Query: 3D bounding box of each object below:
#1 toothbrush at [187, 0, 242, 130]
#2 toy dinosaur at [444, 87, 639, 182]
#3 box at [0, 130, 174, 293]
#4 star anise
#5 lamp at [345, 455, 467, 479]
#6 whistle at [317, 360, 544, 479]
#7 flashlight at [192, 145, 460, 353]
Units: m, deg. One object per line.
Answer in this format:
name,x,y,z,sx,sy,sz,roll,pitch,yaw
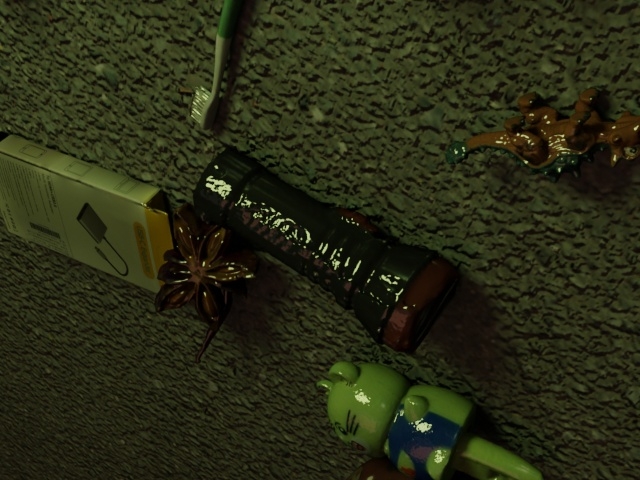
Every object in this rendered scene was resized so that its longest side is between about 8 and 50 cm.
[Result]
toothbrush,-0.069,-0.175,0.773,0.024,0.018,0.257,40,142,10
toy dinosaur,0.153,-0.068,0.673,0.154,0.049,0.055,-3,128,34
box,-0.241,-0.026,1.041,0.247,0.033,0.129,20,136,23
star anise,-0.112,0.049,0.973,0.097,0.070,0.191,22,119,5
lamp,0.091,0.286,1.002,0.156,0.135,0.157,-23,85,17
whistle,0.096,0.180,0.925,0.227,0.085,0.105,24,147,19
flashlight,0.000,0.000,0.837,0.232,0.093,0.093,34,141,16
